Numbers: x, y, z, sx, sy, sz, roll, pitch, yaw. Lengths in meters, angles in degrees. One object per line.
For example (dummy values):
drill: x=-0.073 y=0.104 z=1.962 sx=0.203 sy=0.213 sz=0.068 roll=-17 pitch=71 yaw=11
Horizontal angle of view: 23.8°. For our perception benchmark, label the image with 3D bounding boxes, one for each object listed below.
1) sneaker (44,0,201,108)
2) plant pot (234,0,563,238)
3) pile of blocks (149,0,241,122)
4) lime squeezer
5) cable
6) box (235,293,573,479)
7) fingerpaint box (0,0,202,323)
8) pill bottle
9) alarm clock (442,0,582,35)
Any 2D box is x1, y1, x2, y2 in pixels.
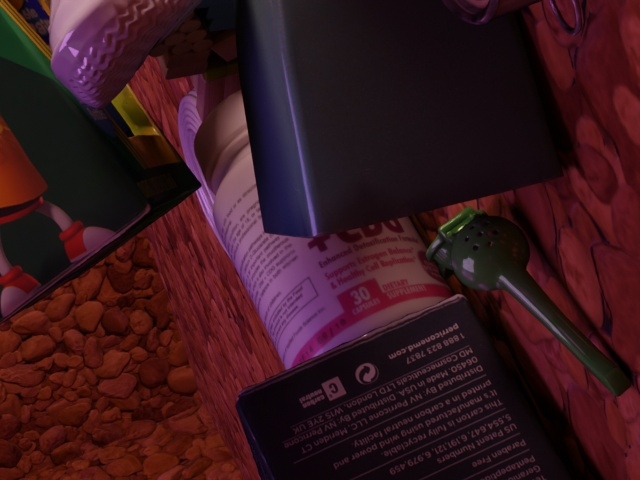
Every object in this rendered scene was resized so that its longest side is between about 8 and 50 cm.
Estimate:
sneaker: x=-0.175 y=-0.231 z=1.041 sx=0.210 sy=0.137 sz=0.366 roll=39 pitch=-158 yaw=-15
plant pot: x=0.030 y=-0.135 z=0.991 sx=0.166 sy=0.165 sz=0.234 roll=-171 pitch=67 yaw=-77
pile of blocks: x=-0.116 y=-0.233 z=1.410 sx=0.113 sy=0.149 sz=0.362 roll=69 pitch=-168 yaw=21
lime squeezer: x=0.129 y=0.018 z=1.127 sx=0.110 sy=0.059 sz=0.310 roll=37 pitch=179 yaw=-22
cable: x=-0.091 y=-0.074 z=1.816 sx=0.257 sy=0.089 sz=0.257 roll=85 pitch=159 yaw=-56
box: x=0.116 y=0.301 z=1.237 sx=0.293 sy=0.212 sz=0.395 roll=80 pitch=163 yaw=-59
fingerpaint box: x=-0.273 y=-0.140 z=1.190 sx=0.371 sy=0.163 sz=0.445 roll=54 pitch=-178 yaw=-3
pill bottle: x=0.000 y=0.000 z=1.363 sx=0.160 sy=0.160 sz=0.283 roll=88 pitch=157 yaw=-60
alarm clock: x=0.097 y=-0.176 z=0.829 sx=0.129 sy=0.064 sz=0.192 roll=82 pitch=165 yaw=-49
